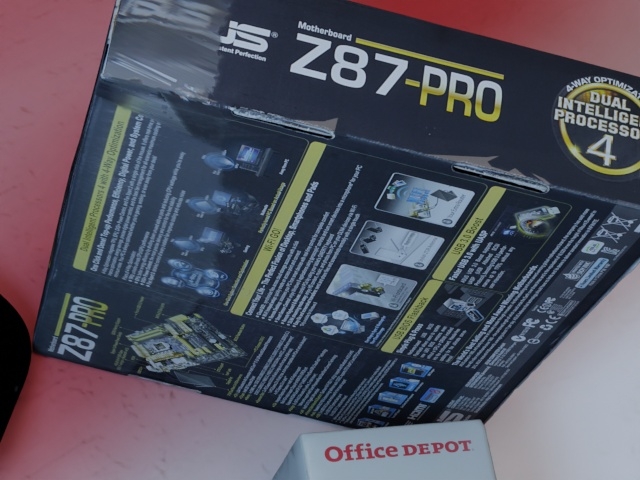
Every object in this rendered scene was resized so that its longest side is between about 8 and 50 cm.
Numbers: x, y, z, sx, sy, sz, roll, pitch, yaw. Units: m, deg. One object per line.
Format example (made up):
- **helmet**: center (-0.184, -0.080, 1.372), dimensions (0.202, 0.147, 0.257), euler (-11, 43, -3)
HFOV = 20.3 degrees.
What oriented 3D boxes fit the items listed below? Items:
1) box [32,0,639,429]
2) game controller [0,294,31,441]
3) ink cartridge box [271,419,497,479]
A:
- **box**: center (0.000, 0.000, 1.102), dimensions (0.318, 0.395, 0.097), euler (12, 63, -8)
- **game controller**: center (-0.328, 0.029, 1.125), dimensions (0.319, 0.067, 0.166), euler (36, 48, -20)
- **ink cartridge box**: center (0.046, 0.220, 1.153), dimensions (0.128, 0.127, 0.176), euler (-2, 64, -16)
